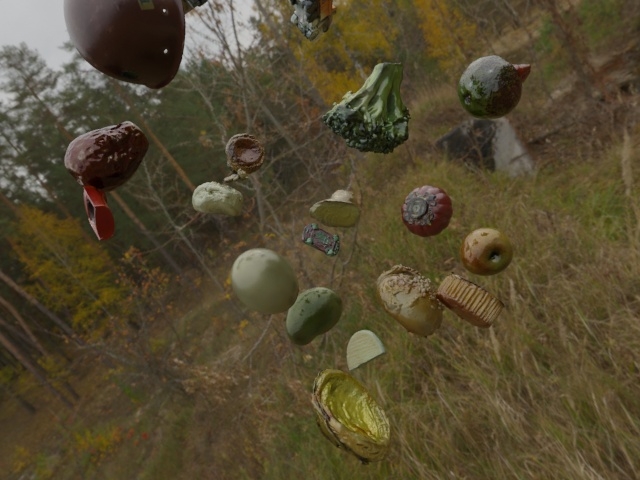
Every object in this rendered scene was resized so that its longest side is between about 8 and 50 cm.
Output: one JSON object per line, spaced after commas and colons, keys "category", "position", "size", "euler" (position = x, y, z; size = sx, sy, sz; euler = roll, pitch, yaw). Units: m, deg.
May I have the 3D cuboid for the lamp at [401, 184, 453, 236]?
{"category": "lamp", "position": [0.460, -0.125, 1.926], "size": [0.227, 0.227, 0.227], "euler": [-35, 12, 9]}

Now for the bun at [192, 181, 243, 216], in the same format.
{"category": "bun", "position": [-0.452, -0.186, 1.980], "size": [0.229, 0.145, 0.229], "euler": [6, 16, -2]}

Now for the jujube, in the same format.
{"category": "jujube", "position": [-0.664, -0.268, 1.411], "size": [0.255, 0.190, 0.190], "euler": [-46, 14, -18]}

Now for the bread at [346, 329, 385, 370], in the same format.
{"category": "bread", "position": [0.149, 0.368, 1.548], "size": [0.036, 0.112, 0.193], "euler": [5, -35, -37]}

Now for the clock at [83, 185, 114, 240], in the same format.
{"category": "clock", "position": [-0.648, -0.083, 1.318], "size": [0.061, 0.113, 0.155], "euler": [-13, 35, -32]}

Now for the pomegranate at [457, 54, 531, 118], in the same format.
{"category": "pomegranate", "position": [0.582, -0.508, 1.461], "size": [0.247, 0.214, 0.214], "euler": [-26, 11, -4]}

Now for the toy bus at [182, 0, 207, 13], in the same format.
{"category": "toy bus", "position": [-0.419, -0.816, 1.473], "size": [0.106, 0.092, 0.268], "euler": [-19, 36, 24]}

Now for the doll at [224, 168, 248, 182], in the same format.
{"category": "doll", "position": [-0.344, -0.254, 1.832], "size": [0.093, 0.051, 0.061], "euler": [-35, 32, -5]}

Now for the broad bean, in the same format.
{"category": "broad bean", "position": [-0.031, 0.289, 1.764], "size": [0.263, 0.189, 0.121], "euler": [-43, 6, 6]}

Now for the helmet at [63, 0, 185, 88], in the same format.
{"category": "helmet", "position": [-0.568, -0.606, 1.217], "size": [0.337, 0.385, 0.230], "euler": [-24, 1, 42]}

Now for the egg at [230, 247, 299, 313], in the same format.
{"category": "egg", "position": [-0.165, 0.127, 1.366], "size": [0.186, 0.241, 0.186], "euler": [-28, 38, 25]}

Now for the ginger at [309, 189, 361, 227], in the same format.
{"category": "ginger", "position": [0.048, -0.130, 1.621], "size": [0.115, 0.193, 0.123], "euler": [124, 143, -46]}

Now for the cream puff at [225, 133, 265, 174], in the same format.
{"category": "cream puff", "position": [-0.361, -0.378, 2.057], "size": [0.183, 0.183, 0.169], "euler": [-44, 6, -29]}

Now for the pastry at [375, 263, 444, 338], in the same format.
{"category": "pastry", "position": [0.339, 0.210, 1.649], "size": [0.184, 0.284, 0.315], "euler": [-49, -8, 8]}

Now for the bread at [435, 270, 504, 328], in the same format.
{"category": "bread", "position": [0.458, 0.192, 1.394], "size": [0.104, 0.199, 0.199], "euler": [-55, 14, -5]}

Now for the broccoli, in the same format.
{"category": "broccoli", "position": [0.135, -0.365, 1.226], "size": [0.288, 0.247, 0.246], "euler": [-74, -4, -79]}

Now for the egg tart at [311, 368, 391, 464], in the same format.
{"category": "egg tart", "position": [0.072, 0.462, 1.173], "size": [0.095, 0.279, 0.279], "euler": [-48, 9, 17]}

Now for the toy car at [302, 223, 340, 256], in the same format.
{"category": "toy car", "position": [0.000, 0.000, 1.430], "size": [0.055, 0.142, 0.069], "euler": [-17, 49, 59]}

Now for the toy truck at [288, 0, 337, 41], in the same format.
{"category": "toy truck", "position": [-0.023, -0.756, 1.414], "size": [0.135, 0.114, 0.270], "euler": [-41, -5, -4]}

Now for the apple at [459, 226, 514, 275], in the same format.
{"category": "apple", "position": [0.572, 0.037, 1.552], "size": [0.182, 0.182, 0.155], "euler": [-36, 16, 2]}
